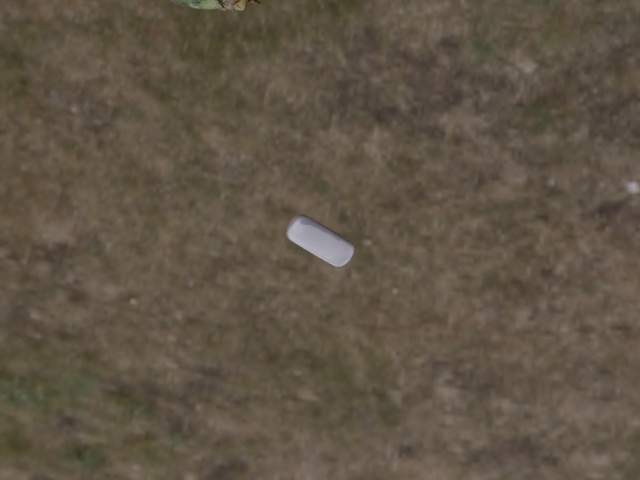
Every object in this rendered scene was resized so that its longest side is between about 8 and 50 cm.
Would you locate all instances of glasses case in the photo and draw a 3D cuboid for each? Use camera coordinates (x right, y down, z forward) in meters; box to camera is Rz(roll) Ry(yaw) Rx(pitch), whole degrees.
[{"bbox_3d":[0.000,0.000,1.515,0.083,0.021,0.032,29,102,-29],"label":"glasses case"}]

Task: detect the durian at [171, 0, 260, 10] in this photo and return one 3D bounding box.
[{"bbox_3d":[-0.080,-0.244,1.053,0.139,0.252,0.144,-25,134,-15],"label":"durian"}]
